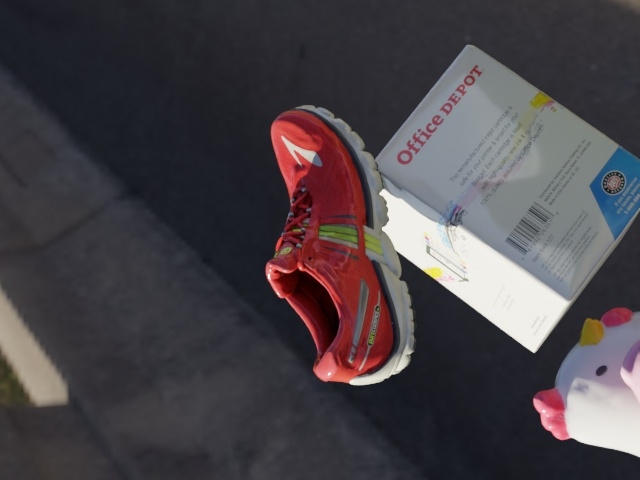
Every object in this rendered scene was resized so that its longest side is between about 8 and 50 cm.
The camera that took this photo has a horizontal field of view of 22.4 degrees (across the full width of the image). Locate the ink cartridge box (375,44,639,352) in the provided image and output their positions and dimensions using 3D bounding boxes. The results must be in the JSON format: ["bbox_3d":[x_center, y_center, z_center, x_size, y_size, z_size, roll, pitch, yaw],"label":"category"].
[{"bbox_3d":[0.181,-0.040,1.608,0.232,0.171,0.168,37,162,9],"label":"ink cartridge box"}]

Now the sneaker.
[{"bbox_3d":[0.000,0.000,1.499,0.107,0.118,0.279,-46,59,56],"label":"sneaker"}]

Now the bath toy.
[{"bbox_3d":[0.239,0.098,0.937,0.348,0.129,0.151,-170,76,-70],"label":"bath toy"}]
